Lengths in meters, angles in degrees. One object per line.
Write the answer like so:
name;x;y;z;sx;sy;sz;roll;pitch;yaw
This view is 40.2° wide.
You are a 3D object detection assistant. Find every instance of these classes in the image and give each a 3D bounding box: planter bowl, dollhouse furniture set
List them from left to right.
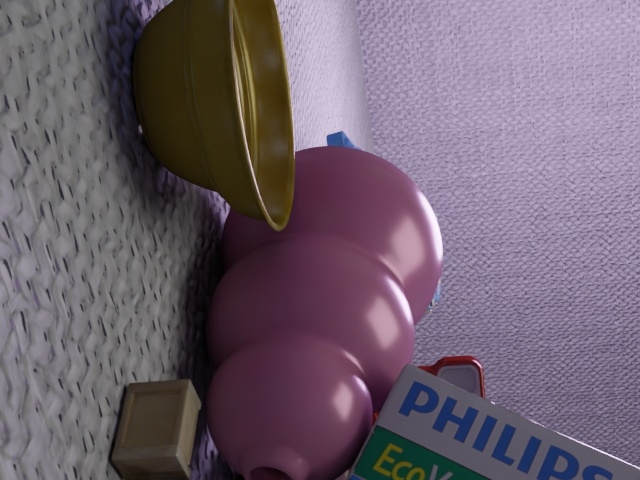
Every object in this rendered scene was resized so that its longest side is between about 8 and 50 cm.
planter bowl;-0.082;-0.111;0.656;0.217;0.090;0.217;-5;90;-83
dollhouse furniture set;-0.040;0.183;0.516;0.101;0.160;0.182;77;12;-45

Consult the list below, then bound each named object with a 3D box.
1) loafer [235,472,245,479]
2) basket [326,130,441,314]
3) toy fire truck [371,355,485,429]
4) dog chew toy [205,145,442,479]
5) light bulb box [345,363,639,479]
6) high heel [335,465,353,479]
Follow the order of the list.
loafer;-0.054;0.227;0.804;0.056;0.050;0.148;-62;162;-69
basket;0.076;-0.014;1.331;0.255;0.201;0.289;10;68;-77
toy fire truck;0.131;0.330;1.301;0.169;0.253;0.302;-3;87;-82
dog chew toy;-0.004;0.067;0.755;0.332;0.206;0.207;-75;160;-47
light bulb box;0.149;0.343;0.633;0.361;0.358;0.225;-61;159;-21
high heel;0.021;0.270;0.974;0.181;0.127;0.377;-44;126;-66
